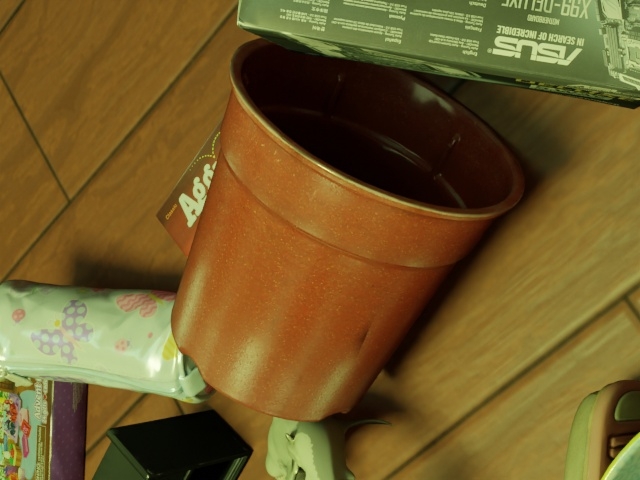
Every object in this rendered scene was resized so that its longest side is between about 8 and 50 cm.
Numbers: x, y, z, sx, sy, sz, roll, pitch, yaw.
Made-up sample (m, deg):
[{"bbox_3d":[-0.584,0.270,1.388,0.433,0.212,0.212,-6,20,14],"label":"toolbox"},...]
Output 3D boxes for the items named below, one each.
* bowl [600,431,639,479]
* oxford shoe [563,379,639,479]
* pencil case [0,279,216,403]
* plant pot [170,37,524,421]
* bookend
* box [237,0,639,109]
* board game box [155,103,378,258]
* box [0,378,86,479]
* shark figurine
[{"bbox_3d":[0.343,0.235,0.860,0.289,0.156,0.289,0,91,25],"label":"bowl"},{"bbox_3d":[0.210,0.310,0.990,0.146,0.140,0.397,1,85,52],"label":"oxford shoe"},{"bbox_3d":[-0.235,0.107,1.290,0.273,0.124,0.113,3,117,20],"label":"pencil case"},{"bbox_3d":[0.000,0.000,1.077,0.272,0.272,0.265,43,123,28],"label":"plant pot"},{"bbox_3d":[-0.175,0.268,1.262,0.072,0.157,0.156,41,113,29],"label":"bookend"},{"bbox_3d":[0.111,-0.165,0.915,0.307,0.242,0.076,10,97,6],"label":"box"},{"bbox_3d":[-0.058,-0.079,1.249,0.145,0.027,0.281,51,118,26],"label":"board game box"},{"bbox_3d":[-0.377,0.244,1.474,0.201,0.057,0.293,5,94,37],"label":"box"},{"bbox_3d":[0.019,0.199,1.110,0.278,0.116,0.166,-144,49,-72],"label":"shark figurine"}]
